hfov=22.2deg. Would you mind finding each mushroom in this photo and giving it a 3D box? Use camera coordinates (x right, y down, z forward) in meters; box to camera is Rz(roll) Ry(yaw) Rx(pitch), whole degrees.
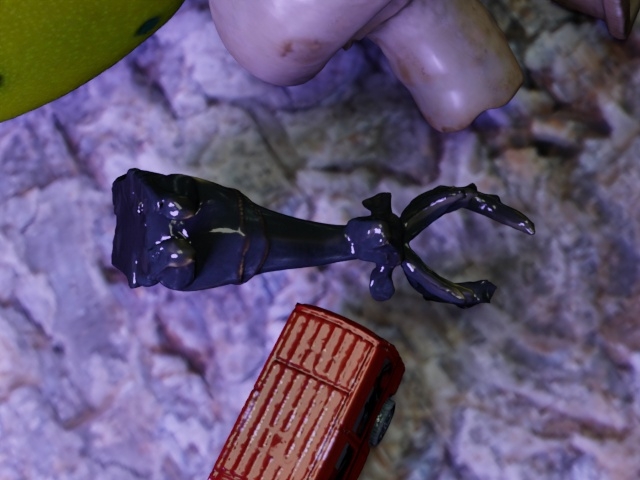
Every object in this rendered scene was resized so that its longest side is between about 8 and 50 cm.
[{"bbox_3d":[0.030,-0.164,0.991,0.206,0.206,0.209,-24,77,-1],"label":"mushroom"}]

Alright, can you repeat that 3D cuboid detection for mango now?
[{"bbox_3d":[-0.198,-0.156,1.021,0.293,0.175,0.143,-34,64,-11],"label":"mango"}]

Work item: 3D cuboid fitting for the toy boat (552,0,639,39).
[{"bbox_3d":[0.197,-0.235,1.036,0.061,0.116,0.188,20,78,19],"label":"toy boat"}]

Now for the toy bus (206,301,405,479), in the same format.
[{"bbox_3d":[-0.023,0.137,0.958,0.081,0.089,0.195,24,77,13],"label":"toy bus"}]

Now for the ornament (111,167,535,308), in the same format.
[{"bbox_3d":[0.000,0.000,0.983,0.236,0.202,0.080,1,91,-16],"label":"ornament"}]
